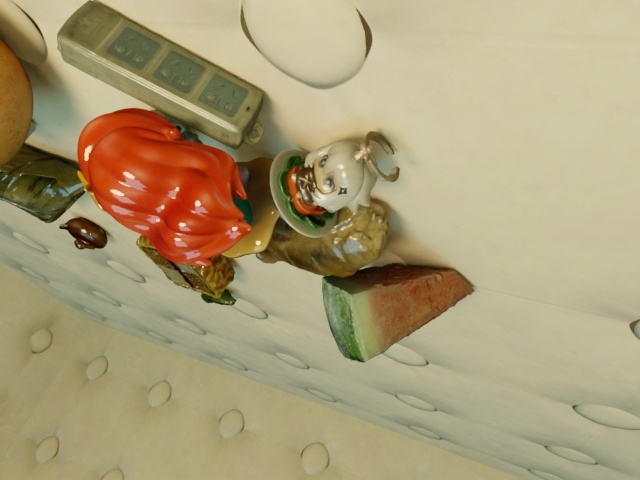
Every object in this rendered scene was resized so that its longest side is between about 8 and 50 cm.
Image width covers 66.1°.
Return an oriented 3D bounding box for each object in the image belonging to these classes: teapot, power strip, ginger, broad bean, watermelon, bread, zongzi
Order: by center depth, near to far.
[{"bbox_3d":[-0.192,-0.203,0.612,0.272,0.078,0.052,27,153,-5],"label":"power strip"},{"bbox_3d":[0.000,0.000,0.800,0.263,0.109,0.116,-3,146,45],"label":"ginger"},{"bbox_3d":[0.132,0.098,0.840,0.193,0.256,0.140,-172,67,-71],"label":"watermelon"},{"bbox_3d":[-0.622,-0.153,1.027,0.251,0.125,0.274,32,152,-32],"label":"zongzi"},{"bbox_3d":[-0.310,0.042,1.163,0.181,0.096,0.222,11,150,25],"label":"bread"},{"bbox_3d":[-0.666,-0.014,1.380,0.129,0.078,0.098,35,152,-22],"label":"teapot"},{"bbox_3d":[-0.309,0.167,1.460,0.061,0.046,0.195,23,162,-26],"label":"broad bean"}]

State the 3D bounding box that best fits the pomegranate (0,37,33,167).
[{"bbox_3d":[-0.582,-0.205,0.704,0.319,0.319,0.319,19,154,10],"label":"pomegranate"}]

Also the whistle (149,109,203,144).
[{"bbox_3d":[-0.276,-0.140,0.778,0.253,0.106,0.102,-19,116,45],"label":"whistle"}]

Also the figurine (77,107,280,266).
[{"bbox_3d":[-0.165,-0.062,0.646,0.181,0.208,0.257,-22,164,27],"label":"figurine"}]

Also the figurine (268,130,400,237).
[{"bbox_3d":[0.028,-0.084,0.633,0.153,0.132,0.132,-21,130,40],"label":"figurine"}]

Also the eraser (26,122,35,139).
[{"bbox_3d":[-0.662,-0.262,0.917,0.210,0.068,0.124,21,154,6],"label":"eraser"}]
